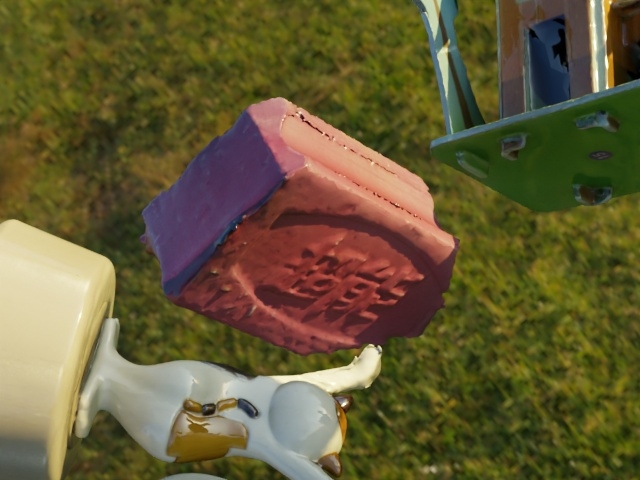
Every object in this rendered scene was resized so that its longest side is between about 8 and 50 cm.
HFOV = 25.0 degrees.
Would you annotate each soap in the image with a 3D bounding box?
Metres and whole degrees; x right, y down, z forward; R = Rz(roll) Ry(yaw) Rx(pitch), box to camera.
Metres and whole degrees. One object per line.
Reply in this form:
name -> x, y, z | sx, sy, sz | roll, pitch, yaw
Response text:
soap -> 0.000, 0.000, 1.153 | 0.162, 0.250, 0.099 | -48, 47, 17

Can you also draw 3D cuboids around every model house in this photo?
model house -> 0.227, -0.236, 1.235 | 0.300, 0.340, 0.324 | -15, 64, 37

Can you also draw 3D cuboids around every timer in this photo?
timer -> -0.098, 0.101, 0.934 | 0.266, 0.175, 0.175 | 14, 55, -1

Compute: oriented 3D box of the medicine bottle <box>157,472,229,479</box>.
medicine bottle -> -0.134, 0.371, 1.285 | 0.241, 0.252, 0.252 | -46, 36, 27
